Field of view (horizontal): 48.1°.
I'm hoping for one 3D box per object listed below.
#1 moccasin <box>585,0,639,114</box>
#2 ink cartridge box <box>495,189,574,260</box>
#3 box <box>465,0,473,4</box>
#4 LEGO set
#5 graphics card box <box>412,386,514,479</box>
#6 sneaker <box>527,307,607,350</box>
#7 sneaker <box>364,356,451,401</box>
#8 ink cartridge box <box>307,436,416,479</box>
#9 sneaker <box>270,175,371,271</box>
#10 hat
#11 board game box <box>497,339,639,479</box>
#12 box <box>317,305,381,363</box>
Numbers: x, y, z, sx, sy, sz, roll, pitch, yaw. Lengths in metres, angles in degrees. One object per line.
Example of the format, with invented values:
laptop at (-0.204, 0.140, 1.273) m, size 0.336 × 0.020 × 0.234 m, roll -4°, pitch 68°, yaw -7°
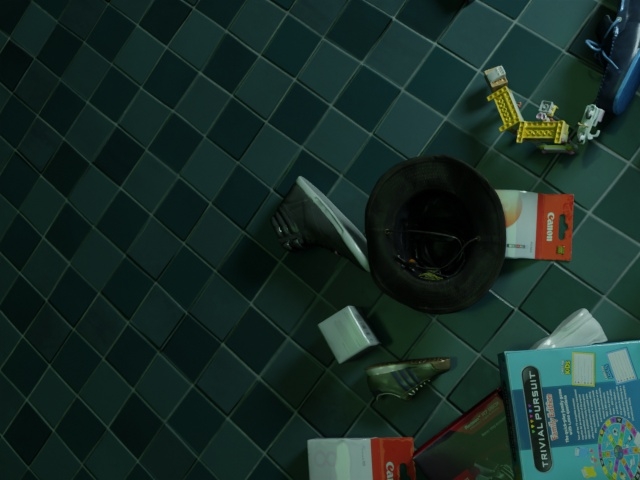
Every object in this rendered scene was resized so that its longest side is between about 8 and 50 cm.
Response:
moccasin at (0.613, -0.411, 1.449) m, size 0.116 × 0.138 × 0.342 m, roll 19°, pitch 77°, yaw 26°
ink cartridge box at (0.433, -0.031, 1.505) m, size 0.179 × 0.045 × 0.145 m, roll 2°, pitch 85°, yaw 24°
box at (0.380, -0.663, 1.598) m, size 0.233 × 0.044 × 0.159 m, roll -35°, pitch 73°, yaw 14°
LEGO set at (0.449, -0.254, 1.500) m, size 0.287 × 0.107 × 0.132 m, roll 38°, pitch 102°, yaw 40°
graphics card box at (0.387, 0.513, 1.433) m, size 0.233 × 0.094 × 0.371 m, roll -41°, pitch 73°, yaw 12°
sneaker at (0.478, 0.236, 1.444) m, size 0.212 × 0.080 × 0.094 m, roll -41°, pitch 83°, yaw 11°
sneaker at (0.193, 0.305, 1.554) m, size 0.192 × 0.064 × 0.086 m, roll -10°, pitch 88°, yaw 20°
ink cartridge box at (0.089, 0.527, 1.570) m, size 0.232 × 0.066 × 0.189 m, roll -7°, pitch 81°, yaw 25°
sneaker at (0.000, 0.000, 1.644) m, size 0.147 × 0.104 × 0.296 m, roll -47°, pitch 64°, yaw 12°
hat at (0.254, -0.015, 1.528) m, size 0.331 × 0.134 × 0.331 m, roll 2°, pitch 94°, yaw 25°
board game box at (0.523, 0.322, 1.350) m, size 0.336 × 0.079 × 0.254 m, roll -5°, pitch 78°, yaw 2°
box at (0.065, 0.209, 1.589) m, size 0.087 × 0.102 × 0.101 m, roll -34°, pitch 74°, yaw 13°
